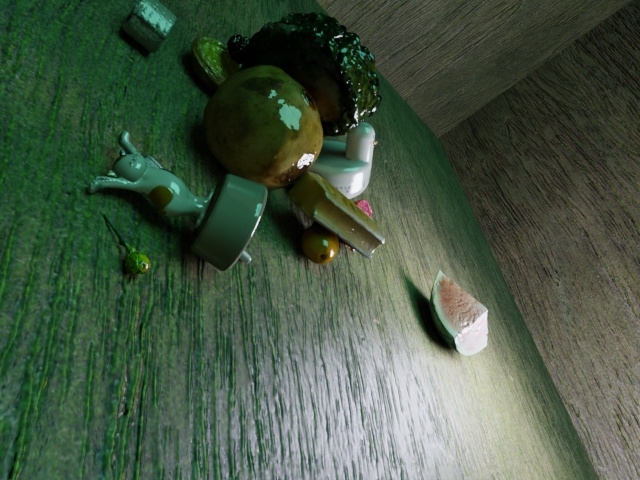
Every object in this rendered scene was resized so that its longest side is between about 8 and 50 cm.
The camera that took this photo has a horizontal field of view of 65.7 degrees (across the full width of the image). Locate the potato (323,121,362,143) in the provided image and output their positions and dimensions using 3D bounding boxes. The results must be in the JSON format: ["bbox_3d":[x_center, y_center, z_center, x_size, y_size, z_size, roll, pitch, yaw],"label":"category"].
[{"bbox_3d":[0.023,-0.288,1.639,0.189,0.211,0.264,115,-16,-78],"label":"potato"}]

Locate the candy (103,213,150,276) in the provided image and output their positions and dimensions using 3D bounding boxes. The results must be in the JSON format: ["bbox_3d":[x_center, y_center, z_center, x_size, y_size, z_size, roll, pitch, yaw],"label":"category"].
[{"bbox_3d":[-0.309,0.005,0.775,0.123,0.035,0.035,51,14,12],"label":"candy"}]

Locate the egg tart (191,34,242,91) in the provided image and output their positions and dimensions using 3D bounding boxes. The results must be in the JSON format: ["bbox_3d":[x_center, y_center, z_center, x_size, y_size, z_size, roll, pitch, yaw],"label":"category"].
[{"bbox_3d":[-0.280,-0.461,1.326,0.191,0.074,0.191,40,30,-30],"label":"egg tart"}]

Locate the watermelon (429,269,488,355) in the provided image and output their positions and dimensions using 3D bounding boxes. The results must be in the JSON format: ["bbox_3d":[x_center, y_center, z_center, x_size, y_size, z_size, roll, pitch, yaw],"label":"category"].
[{"bbox_3d":[0.452,0.250,1.658,0.260,0.176,0.256,41,10,24],"label":"watermelon"}]

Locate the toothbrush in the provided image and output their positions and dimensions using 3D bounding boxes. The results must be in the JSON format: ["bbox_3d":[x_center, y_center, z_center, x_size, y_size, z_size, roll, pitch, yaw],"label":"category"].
[{"bbox_3d":[-0.240,-0.055,0.971,0.286,0.020,0.025,47,35,-17],"label":"toothbrush"}]

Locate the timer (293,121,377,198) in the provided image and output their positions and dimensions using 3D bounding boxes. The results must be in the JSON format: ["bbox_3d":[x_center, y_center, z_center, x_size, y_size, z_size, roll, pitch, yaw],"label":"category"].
[{"bbox_3d":[0.031,-0.219,1.373,0.233,0.240,0.233,4,31,-2],"label":"timer"}]

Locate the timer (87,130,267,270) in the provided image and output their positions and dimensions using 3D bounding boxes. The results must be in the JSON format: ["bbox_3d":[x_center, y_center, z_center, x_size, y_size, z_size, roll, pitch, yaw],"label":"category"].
[{"bbox_3d":[-0.248,-0.077,0.866,0.266,0.175,0.175,27,34,-20],"label":"timer"}]

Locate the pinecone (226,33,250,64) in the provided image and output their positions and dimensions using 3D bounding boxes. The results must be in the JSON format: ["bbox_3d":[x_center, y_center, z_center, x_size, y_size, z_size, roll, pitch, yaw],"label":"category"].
[{"bbox_3d":[-0.215,-0.516,1.340,0.083,0.077,0.077,35,11,35],"label":"pinecone"}]

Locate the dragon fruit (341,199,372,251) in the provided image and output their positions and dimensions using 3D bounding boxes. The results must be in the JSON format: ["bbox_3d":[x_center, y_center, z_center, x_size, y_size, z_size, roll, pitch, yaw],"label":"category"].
[{"bbox_3d":[0.073,-0.049,1.448,0.153,0.110,0.153,-24,118,-54],"label":"dragon fruit"}]

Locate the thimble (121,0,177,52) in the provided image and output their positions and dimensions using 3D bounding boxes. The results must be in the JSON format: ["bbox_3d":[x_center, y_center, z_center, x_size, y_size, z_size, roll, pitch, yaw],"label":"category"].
[{"bbox_3d":[-0.396,-0.502,1.140,0.090,0.102,0.115,36,24,-33],"label":"thimble"}]

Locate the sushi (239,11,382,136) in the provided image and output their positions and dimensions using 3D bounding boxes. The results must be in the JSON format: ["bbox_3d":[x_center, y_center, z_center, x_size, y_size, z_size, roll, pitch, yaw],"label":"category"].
[{"bbox_3d":[-0.036,-0.423,1.273,0.178,0.351,0.294,-53,141,-41],"label":"sushi"}]

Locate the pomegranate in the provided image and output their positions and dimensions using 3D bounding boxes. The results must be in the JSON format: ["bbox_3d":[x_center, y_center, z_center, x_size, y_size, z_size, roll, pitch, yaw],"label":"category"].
[{"bbox_3d":[-0.125,-0.254,1.133,0.281,0.281,0.281,41,29,-28],"label":"pomegranate"}]

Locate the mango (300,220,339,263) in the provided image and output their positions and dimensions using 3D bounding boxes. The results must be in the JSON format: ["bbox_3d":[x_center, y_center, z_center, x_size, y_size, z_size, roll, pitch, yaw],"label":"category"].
[{"bbox_3d":[0.000,0.000,1.257,0.102,0.085,0.184,47,16,-13],"label":"mango"}]

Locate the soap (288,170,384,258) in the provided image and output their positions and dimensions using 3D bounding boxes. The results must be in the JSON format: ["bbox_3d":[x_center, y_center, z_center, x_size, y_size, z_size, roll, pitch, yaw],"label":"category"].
[{"bbox_3d":[0.034,-0.075,1.231,0.257,0.080,0.160,36,14,-30],"label":"soap"}]
